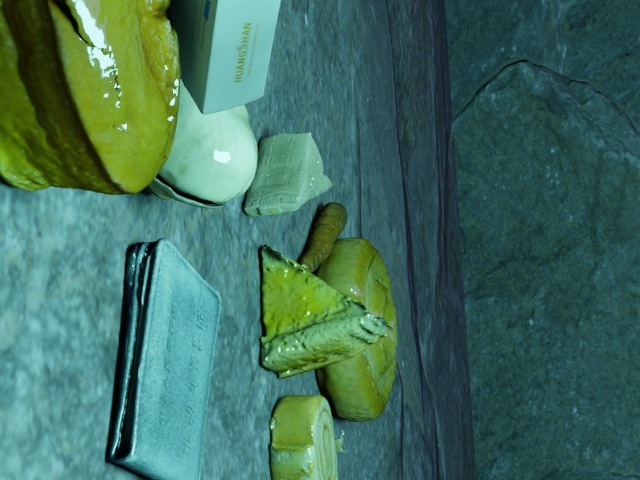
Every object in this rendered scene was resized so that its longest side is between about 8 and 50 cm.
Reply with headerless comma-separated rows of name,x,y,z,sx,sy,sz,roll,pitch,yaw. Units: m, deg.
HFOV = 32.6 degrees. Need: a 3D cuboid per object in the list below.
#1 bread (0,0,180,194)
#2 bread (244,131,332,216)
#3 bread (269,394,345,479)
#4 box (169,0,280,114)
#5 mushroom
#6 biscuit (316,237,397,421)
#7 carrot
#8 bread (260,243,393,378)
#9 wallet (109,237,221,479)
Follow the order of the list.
bread,-0.182,-0.160,0.802,0.195,0.143,0.269,-72,153,-60
bread,-0.042,-0.058,1.419,0.152,0.077,0.105,-78,157,-44
bread,-0.017,0.277,1.409,0.122,0.073,0.149,-37,121,-70
box,-0.118,-0.239,0.909,0.233,0.067,0.149,58,-22,21
mushroom,-0.126,-0.095,1.056,0.154,0.122,0.154,36,27,-21
biscuit,0.063,0.137,1.713,0.296,0.102,0.296,-6,90,-77
carrot,0.000,0.000,1.634,0.191,0.047,0.047,-62,145,-54
bread,-0.005,0.075,1.416,0.140,0.169,0.160,43,29,-66
wallet,-0.145,0.121,1.051,0.167,0.036,0.222,57,32,-61
